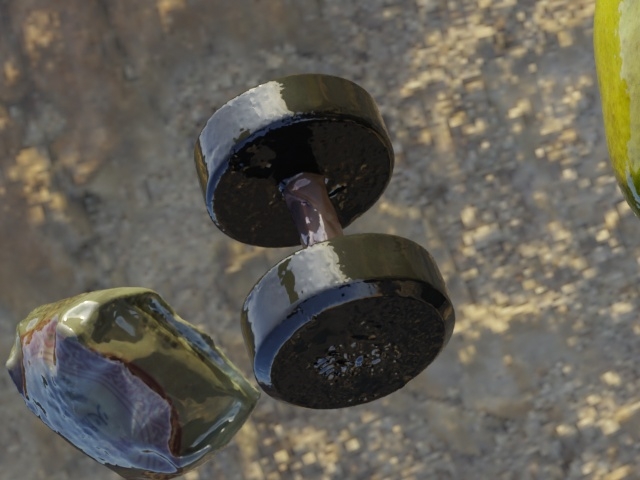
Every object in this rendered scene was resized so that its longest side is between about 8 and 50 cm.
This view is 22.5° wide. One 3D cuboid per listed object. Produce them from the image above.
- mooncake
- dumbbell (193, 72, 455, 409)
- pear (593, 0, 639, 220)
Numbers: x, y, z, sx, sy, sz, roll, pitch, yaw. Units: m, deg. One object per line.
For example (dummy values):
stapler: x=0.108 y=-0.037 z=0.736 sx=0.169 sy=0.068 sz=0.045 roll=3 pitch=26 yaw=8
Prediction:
mooncake: x=-0.119 y=0.088 z=0.940 sx=0.130 sy=0.073 sz=0.125 roll=46 pitch=144 yaw=-13
dumbbell: x=0.000 y=0.000 z=1.193 sx=0.152 sy=0.153 sz=0.218 roll=117 pitch=145 yaw=-43
pear: x=0.310 y=-0.145 z=1.110 sx=0.253 sy=0.253 sz=0.307 roll=-8 pitch=68 yaw=53
